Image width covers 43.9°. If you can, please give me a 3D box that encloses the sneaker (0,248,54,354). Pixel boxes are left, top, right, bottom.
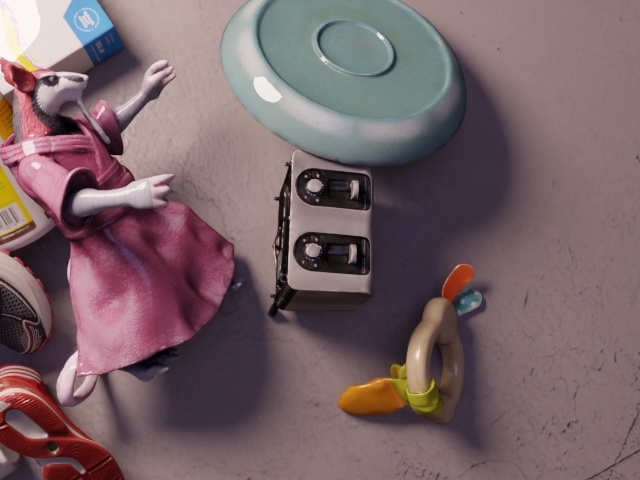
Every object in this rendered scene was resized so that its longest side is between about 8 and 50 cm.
[{"bbox_3d":[-0.423,0.048,0.869,0.121,0.299,0.112,-15,48,26],"label":"sneaker"}]

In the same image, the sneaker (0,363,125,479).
[{"bbox_3d":[-0.310,0.227,0.944,0.087,0.128,0.221,-30,121,-9],"label":"sneaker"}]

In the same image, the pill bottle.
[{"bbox_3d":[-0.394,-0.097,0.911,0.117,0.117,0.214,-26,117,-8],"label":"pill bottle"}]

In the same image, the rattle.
[{"bbox_3d":[0.120,0.131,1.023,0.130,0.143,0.199,26,62,-34],"label":"rattle"}]

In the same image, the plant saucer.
[{"bbox_3d":[0.037,-0.225,0.976,0.318,0.043,0.317,9,53,-12],"label":"plant saucer"}]

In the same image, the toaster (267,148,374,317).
[{"bbox_3d":[0.000,0.000,0.961,0.110,0.185,0.168,4,75,-8],"label":"toaster"}]

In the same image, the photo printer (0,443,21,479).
[{"bbox_3d":[-0.543,0.233,0.901,0.308,0.107,0.256,-30,87,-9],"label":"photo printer"}]

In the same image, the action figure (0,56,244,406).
[{"bbox_3d":[-0.255,-0.041,0.901,0.276,0.248,0.370,-27,113,15],"label":"action figure"}]

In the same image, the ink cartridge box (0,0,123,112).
[{"bbox_3d":[-0.385,-0.245,0.992,0.231,0.078,0.134,-35,88,-8],"label":"ink cartridge box"}]
